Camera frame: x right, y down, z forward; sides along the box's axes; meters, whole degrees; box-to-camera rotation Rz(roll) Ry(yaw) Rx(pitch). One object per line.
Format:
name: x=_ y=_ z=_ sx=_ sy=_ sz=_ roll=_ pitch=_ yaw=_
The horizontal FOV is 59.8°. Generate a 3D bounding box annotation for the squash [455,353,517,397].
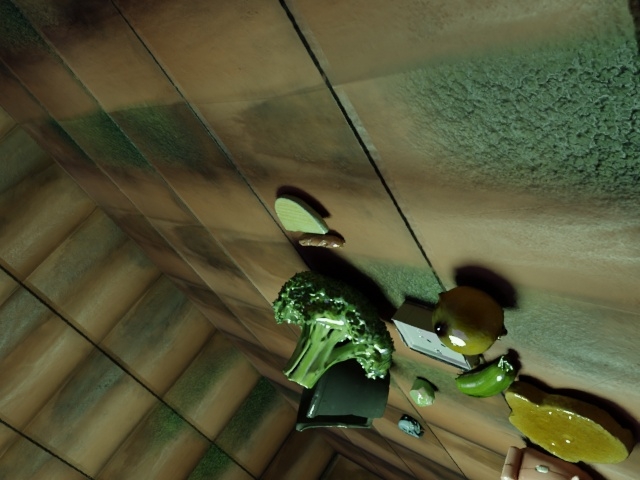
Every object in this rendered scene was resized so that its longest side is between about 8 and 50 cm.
squash: x=0.420 y=0.358 z=1.419 sx=0.080 sy=0.071 sz=0.318 roll=41 pitch=156 yaw=8

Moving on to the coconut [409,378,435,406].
coconut: x=0.329 y=0.493 z=1.788 sx=0.082 sy=0.081 sz=0.083 roll=17 pitch=143 yaw=14

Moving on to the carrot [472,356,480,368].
carrot: x=0.353 y=0.314 z=1.477 sx=0.047 sy=0.047 sz=0.191 roll=43 pitch=158 yaw=-11

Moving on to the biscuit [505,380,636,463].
biscuit: x=0.579 y=0.437 z=1.354 sx=0.287 sy=0.057 sz=0.344 roll=35 pitch=157 yaw=8

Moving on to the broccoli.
broccoli: x=0.031 y=0.253 z=1.560 sx=0.375 sy=0.302 sz=0.249 roll=35 pitch=-165 yaw=-3

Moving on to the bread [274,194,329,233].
bread: x=-0.058 y=-0.072 z=1.380 sx=0.192 sy=0.036 sz=0.112 roll=5 pitch=135 yaw=57

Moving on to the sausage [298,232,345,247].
sausage: x=0.000 y=0.000 z=1.427 sx=0.157 sy=0.042 sz=0.036 roll=5 pitch=102 yaw=49

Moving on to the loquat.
loquat: x=0.308 y=0.167 z=1.161 sx=0.163 sy=0.137 sz=0.163 roll=19 pitch=133 yaw=22

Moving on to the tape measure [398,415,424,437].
tape measure: x=0.356 y=0.742 z=2.223 sx=0.091 sy=0.054 sz=0.094 roll=-7 pitch=133 yaw=51

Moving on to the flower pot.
flower pot: x=0.088 y=0.482 z=1.875 sx=0.250 sy=0.380 sz=0.379 roll=16 pitch=156 yaw=-2

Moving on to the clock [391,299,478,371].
clock: x=0.288 y=0.235 z=1.389 sx=0.191 sy=0.071 sz=0.147 roll=14 pitch=146 yaw=44

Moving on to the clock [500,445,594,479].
clock: x=0.680 y=0.696 z=1.599 sx=0.241 sy=0.142 sz=0.227 roll=-6 pitch=132 yaw=45
